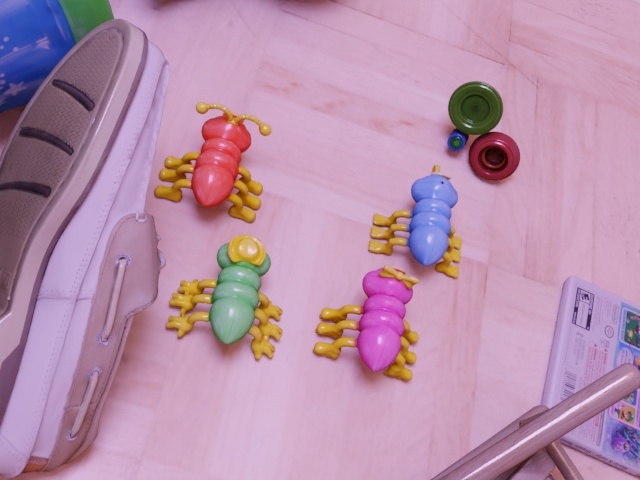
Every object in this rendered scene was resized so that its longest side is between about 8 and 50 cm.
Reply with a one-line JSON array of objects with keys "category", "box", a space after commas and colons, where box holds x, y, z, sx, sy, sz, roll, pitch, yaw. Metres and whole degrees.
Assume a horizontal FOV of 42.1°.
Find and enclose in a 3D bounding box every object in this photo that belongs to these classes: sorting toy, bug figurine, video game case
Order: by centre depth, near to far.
[{"category": "bug figurine", "box": [0.000, 0.000, 0.680, 0.278, 0.072, 0.216, 14, 59, -11]}, {"category": "video game case", "box": [0.269, 0.124, 0.734, 0.143, 0.019, 0.157, 25, 57, -5]}, {"category": "sorting toy", "box": [0.154, -0.106, 0.797, 0.102, 0.061, 0.042, 68, 25, -17]}]

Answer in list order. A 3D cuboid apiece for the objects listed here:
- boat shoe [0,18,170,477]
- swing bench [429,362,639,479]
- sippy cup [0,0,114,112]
[{"category": "boat shoe", "box": [-0.163, 0.008, 0.554, 0.103, 0.113, 0.302, 23, 90, -43]}, {"category": "swing bench", "box": [0.152, 0.260, 0.539, 0.254, 0.165, 0.253, -26, 74, -20]}, {"category": "sippy cup", "box": [-0.304, -0.167, 0.593, 0.224, 0.240, 0.305, -40, 65, -20]}]
